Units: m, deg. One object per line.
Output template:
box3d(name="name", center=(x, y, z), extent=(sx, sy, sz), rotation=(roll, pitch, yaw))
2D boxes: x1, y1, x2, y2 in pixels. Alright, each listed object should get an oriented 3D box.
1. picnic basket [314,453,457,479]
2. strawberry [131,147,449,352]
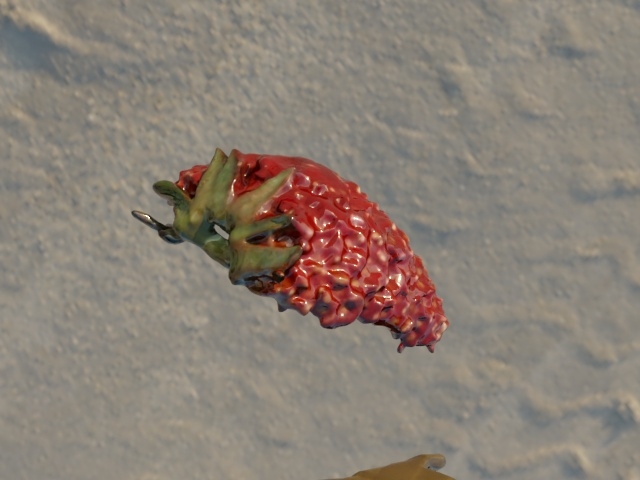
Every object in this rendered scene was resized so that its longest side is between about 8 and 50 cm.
box3d(name="picnic basket", center=(0.101, 0.333, 1.157), extent=(0.321, 0.291, 0.254), rotation=(-4, 132, -12))
box3d(name="strawberry", center=(0.002, -0.005, 0.927), extent=(0.208, 0.167, 0.087), rotation=(14, 106, -53))
